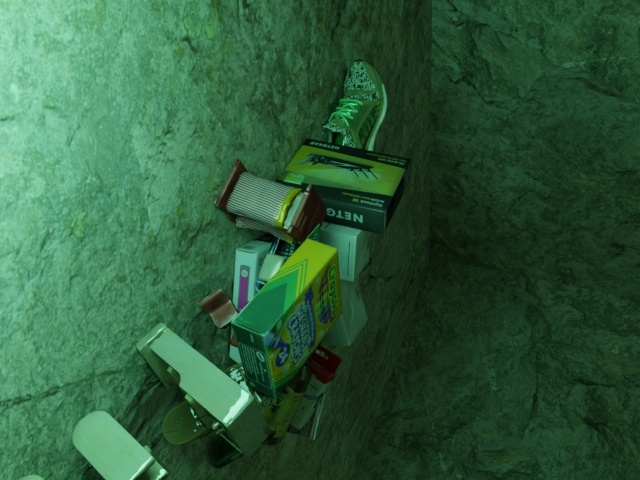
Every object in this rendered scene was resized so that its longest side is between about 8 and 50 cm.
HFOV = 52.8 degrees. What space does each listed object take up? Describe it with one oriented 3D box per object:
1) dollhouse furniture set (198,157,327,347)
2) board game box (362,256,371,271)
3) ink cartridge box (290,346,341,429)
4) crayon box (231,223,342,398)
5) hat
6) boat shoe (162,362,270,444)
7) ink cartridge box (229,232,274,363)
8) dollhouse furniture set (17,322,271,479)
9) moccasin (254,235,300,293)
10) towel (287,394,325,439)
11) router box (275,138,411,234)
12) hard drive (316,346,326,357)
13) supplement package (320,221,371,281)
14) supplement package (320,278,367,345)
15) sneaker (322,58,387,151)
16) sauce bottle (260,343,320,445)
[{"bbox_3d":[-0.152,0.039,1.399,0.374,0.201,0.152,-68,160,-12],"label":"dollhouse furniture set"},{"bbox_3d":[0.092,0.084,2.241,0.186,0.126,0.026,-35,134,-64],"label":"board game box"},{"bbox_3d":[-0.050,0.420,1.909,0.231,0.134,0.078,-62,162,7],"label":"ink cartridge box"},{"bbox_3d":[-0.045,0.143,1.352,0.323,0.083,0.203,-50,147,-38],"label":"crayon box"},{"bbox_3d":[-0.226,0.460,1.680,0.208,0.183,0.173,-39,161,23],"label":"hat"},{"bbox_3d":[-0.204,0.349,1.402,0.104,0.285,0.089,61,-8,22],"label":"boat shoe"},{"bbox_3d":[-0.161,0.179,1.645,0.176,0.069,0.370,-34,130,-66],"label":"ink cartridge box"},{"bbox_3d":[-0.326,0.387,1.153,0.394,0.256,0.362,-45,147,-24],"label":"dollhouse furniture set"},{"bbox_3d":[-0.094,0.081,1.515,0.117,0.138,0.342,87,6,-73],"label":"moccasin"},{"bbox_3d":[-0.057,0.531,2.003,0.029,0.197,0.144,23,73,-33],"label":"towel"},{"bbox_3d":[0.060,-0.150,1.714,0.243,0.309,0.081,-61,158,-43],"label":"router box"},{"bbox_3d":[-0.032,0.273,2.090,0.339,0.064,0.237,72,35,-58],"label":"hard drive"},{"bbox_3d":[0.000,0.000,1.727,0.134,0.244,0.139,-46,144,-57],"label":"supplement package"},{"bbox_3d":[-0.004,0.176,1.803,0.149,0.203,0.194,-43,123,-56],"label":"supplement package"},{"bbox_3d":[0.088,-0.360,1.973,0.182,0.158,0.410,6,90,-54],"label":"sneaker"},{"bbox_3d":[-0.094,0.397,1.770,0.344,0.111,0.111,-67,165,16],"label":"sauce bottle"}]
